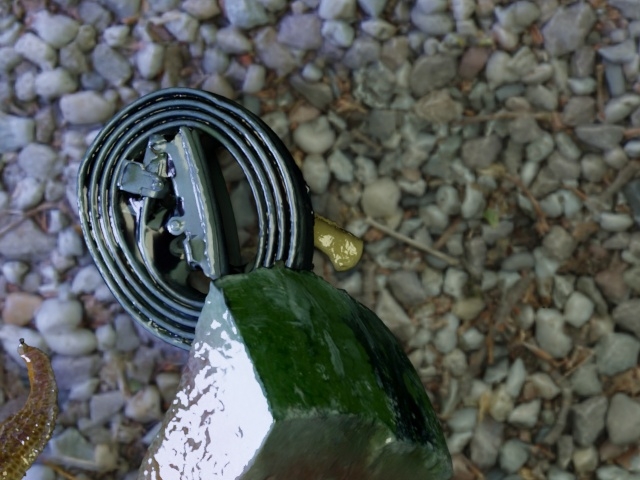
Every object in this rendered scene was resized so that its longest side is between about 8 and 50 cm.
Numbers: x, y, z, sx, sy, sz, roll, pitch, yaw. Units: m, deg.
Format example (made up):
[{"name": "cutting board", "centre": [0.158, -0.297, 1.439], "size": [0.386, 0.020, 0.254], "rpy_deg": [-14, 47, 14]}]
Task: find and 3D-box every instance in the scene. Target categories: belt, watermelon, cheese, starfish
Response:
[{"name": "belt", "centre": [-0.110, -0.011, 1.813], "size": [0.206, 0.116, 0.267], "rpy_deg": [-25, 83, 7]}, {"name": "watermelon", "centre": [-0.018, 0.189, 1.740], "size": [0.151, 0.264, 0.302], "rpy_deg": [29, 97, 39]}, {"name": "cheese", "centre": [0.000, 0.000, 1.860], "size": [0.083, 0.030, 0.044], "rpy_deg": [29, 85, 5]}, {"name": "starfish", "centre": [-0.345, 0.227, 1.756], "size": [0.302, 0.060, 0.299], "rpy_deg": [-36, 58, -7]}]
